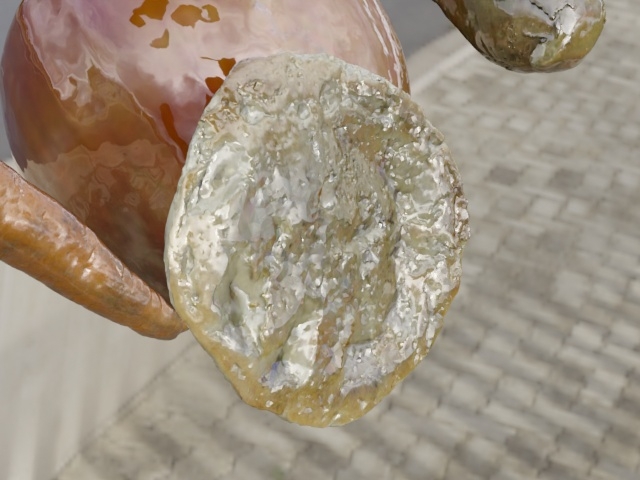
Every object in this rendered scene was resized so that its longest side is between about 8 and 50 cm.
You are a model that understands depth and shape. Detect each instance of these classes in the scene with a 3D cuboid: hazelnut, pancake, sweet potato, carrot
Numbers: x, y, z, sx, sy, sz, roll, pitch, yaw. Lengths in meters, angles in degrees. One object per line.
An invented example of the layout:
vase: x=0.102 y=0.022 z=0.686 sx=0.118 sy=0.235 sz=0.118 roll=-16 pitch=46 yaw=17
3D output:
hazelnut: x=-0.104 y=-0.113 z=1.251 sx=0.365 sy=0.366 sz=0.366 roll=9 pitch=24 yaw=-4
pancake: x=0.000 y=0.000 z=0.517 sx=0.139 sy=0.139 sz=0.022 roll=-12 pitch=11 yaw=-41
sweet potato: x=0.071 y=-0.169 z=0.812 sx=0.075 sy=0.075 sz=0.273 roll=-4 pitch=35 yaw=-30
carrot: x=-0.150 y=0.009 z=0.828 sx=0.224 sy=0.057 sz=0.057 roll=39 pitch=3 yaw=-39
